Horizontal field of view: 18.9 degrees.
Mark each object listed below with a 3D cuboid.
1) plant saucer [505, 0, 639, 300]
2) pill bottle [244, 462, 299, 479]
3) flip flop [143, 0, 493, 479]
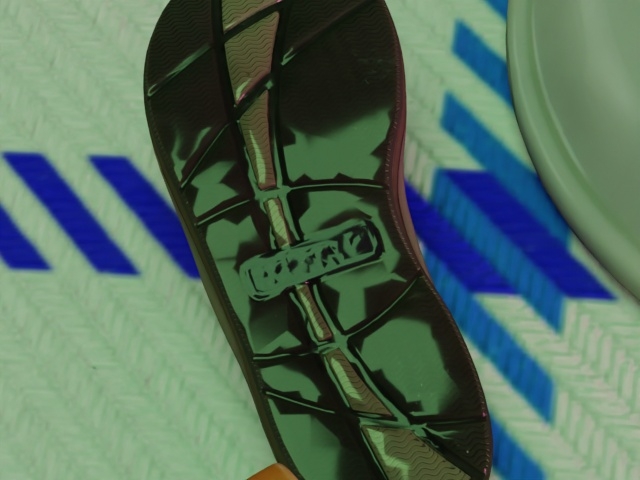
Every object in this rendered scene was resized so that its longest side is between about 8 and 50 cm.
[{"bbox_3d":[0.275,-0.119,0.808,0.400,0.100,0.400,-5,58,7],"label":"plant saucer"},{"bbox_3d":[-0.091,0.179,0.671,0.245,0.130,0.130,-33,58,-10],"label":"pill bottle"},{"bbox_3d":[0.000,0.000,0.805,0.112,0.080,0.277,-17,72,-5],"label":"flip flop"}]
